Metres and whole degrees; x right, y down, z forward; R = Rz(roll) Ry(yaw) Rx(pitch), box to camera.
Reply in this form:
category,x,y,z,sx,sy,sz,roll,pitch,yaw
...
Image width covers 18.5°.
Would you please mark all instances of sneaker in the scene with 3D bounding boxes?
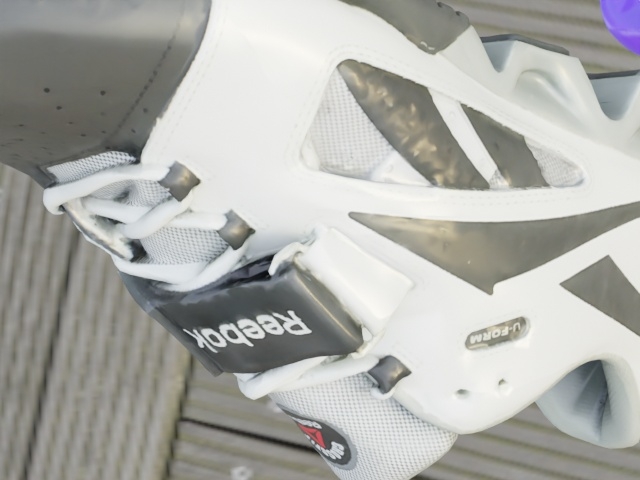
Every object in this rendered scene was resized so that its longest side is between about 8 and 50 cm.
category,x,y,z,sx,sy,sz,roll,pitch,yaw
sneaker,0.000,0.000,0.597,0.122,0.331,0.146,0,80,56

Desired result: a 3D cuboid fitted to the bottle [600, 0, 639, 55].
category,x,y,z,sx,sy,sz,roll,pitch,yaw
bottle,0.298,-0.144,1.242,0.092,0.283,0.118,2,81,50
